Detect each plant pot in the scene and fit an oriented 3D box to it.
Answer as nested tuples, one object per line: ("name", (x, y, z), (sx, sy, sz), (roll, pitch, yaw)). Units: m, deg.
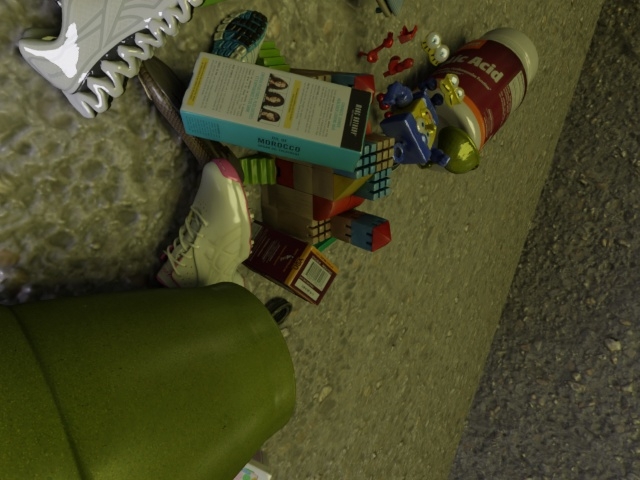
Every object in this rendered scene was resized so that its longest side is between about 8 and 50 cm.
("plant pot", (-0.234, 0.211, 0.569), (0.352, 0.366, 0.367), (-18, 120, -43))

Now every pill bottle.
("pill bottle", (0.387, -0.372, 1.149), (0.392, 0.223, 0.224), (-46, 136, -27))

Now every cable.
("cable", (-0.156, 0.217, 0.906), (0.287, 0.072, 0.140), (-16, 124, -45))

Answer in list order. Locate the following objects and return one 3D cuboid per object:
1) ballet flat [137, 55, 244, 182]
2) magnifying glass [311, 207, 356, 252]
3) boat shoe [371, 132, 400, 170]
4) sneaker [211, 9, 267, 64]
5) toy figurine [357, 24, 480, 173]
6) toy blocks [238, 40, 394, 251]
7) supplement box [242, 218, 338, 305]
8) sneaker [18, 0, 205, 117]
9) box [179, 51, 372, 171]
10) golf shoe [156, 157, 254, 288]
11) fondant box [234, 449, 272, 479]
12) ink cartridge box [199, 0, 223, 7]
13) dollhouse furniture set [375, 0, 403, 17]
("ballet flat", (-0.202, -0.168, 0.687), (0.250, 0.058, 0.084), (55, 21, -47))
("magnifying glass", (0.000, 0.000, 0.989), (0.026, 0.092, 0.231), (20, 101, -54))
("boat shoe", (0.120, -0.195, 1.013), (0.301, 0.102, 0.108), (-1, 107, -49))
("sneaker", (-0.139, -0.278, 0.716), (0.191, 0.071, 0.083), (-63, 168, -12))
("toy figurine", (0.182, -0.216, 0.927), (0.363, 0.191, 0.217), (54, 52, -34))
("toy blocks", (0.010, -0.140, 0.784), (0.190, 0.260, 0.382), (-25, 124, -41))
("supplement box", (-0.075, 0.035, 0.821), (0.081, 0.188, 0.104), (-58, 140, -11))
("sneaker", (-0.221, -0.273, 0.506), (0.292, 0.110, 0.118), (-39, 127, 15))
("box", (-0.058, -0.177, 0.621), (0.060, 0.243, 0.101), (113, -11, -70))
("golf shoe", (-0.188, 0.016, 0.716), (0.140, 0.115, 0.307), (-15, 132, -33))
("fondant box", (-0.266, 0.492, 0.777), (0.238, 0.096, 0.331), (29, 83, -6))
("ink cartridge box", (-0.118, -0.458, 0.556), (0.188, 0.097, 0.255), (-38, 152, -33))
("dollhouse furniture set", (0.198, -0.546, 0.808), (0.286, 0.197, 0.304), (29, 73, -56))
